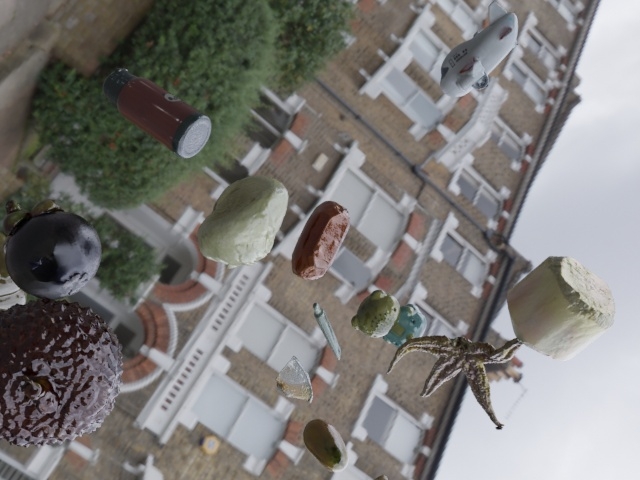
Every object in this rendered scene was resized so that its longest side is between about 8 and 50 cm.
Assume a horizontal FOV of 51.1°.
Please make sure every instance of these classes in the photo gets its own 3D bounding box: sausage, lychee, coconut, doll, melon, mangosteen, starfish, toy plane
[{"bbox_3d":[-0.001,0.000,1.991,0.258,0.133,0.133,-66,-161,-14],"label":"sausage"},{"bbox_3d":[-0.475,0.229,1.159,0.264,0.264,0.300,-53,-169,-5],"label":"lychee"},{"bbox_3d":[0.589,0.179,1.686,0.244,0.239,0.239,-51,-167,38],"label":"coconut"},{"bbox_3d":[0.249,0.290,2.450,0.177,0.261,0.161,-52,-153,16],"label":"doll"},{"bbox_3d":[-0.078,0.439,2.017,0.093,0.139,0.202,-36,157,-25],"label":"melon"},{"bbox_3d":[-0.560,0.010,1.369,0.194,0.230,0.194,-41,167,-12],"label":"mangosteen"},{"bbox_3d":[0.405,0.386,1.973,0.398,0.384,0.132,4,-145,23],"label":"starfish"},{"bbox_3d":[0.391,-0.462,1.665,0.252,0.118,0.252,-52,-169,14],"label":"toy plane"}]

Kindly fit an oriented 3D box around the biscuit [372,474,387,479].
[{"bbox_3d":[0.088,0.855,2.068,0.217,0.044,0.325,-26,146,-37],"label":"biscuit"}]

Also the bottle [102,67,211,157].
[{"bbox_3d":[-0.483,-0.382,1.944,0.144,0.336,0.144,-49,163,-20],"label":"bottle"}]

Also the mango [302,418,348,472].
[{"bbox_3d":[0.027,0.814,2.635,0.139,0.175,0.254,-45,-137,2],"label":"mango"}]

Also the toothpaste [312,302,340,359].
[{"bbox_3d":[0.024,0.309,2.304,0.037,0.255,0.067,-15,-143,14],"label":"toothpaste"}]

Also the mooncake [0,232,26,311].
[{"bbox_3d":[-1.045,0.143,1.927,0.378,0.201,0.378,-28,152,-17],"label":"mooncake"}]

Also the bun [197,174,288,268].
[{"bbox_3d":[-0.156,-0.032,1.421,0.229,0.145,0.229,-26,-155,13],"label":"bun"}]
